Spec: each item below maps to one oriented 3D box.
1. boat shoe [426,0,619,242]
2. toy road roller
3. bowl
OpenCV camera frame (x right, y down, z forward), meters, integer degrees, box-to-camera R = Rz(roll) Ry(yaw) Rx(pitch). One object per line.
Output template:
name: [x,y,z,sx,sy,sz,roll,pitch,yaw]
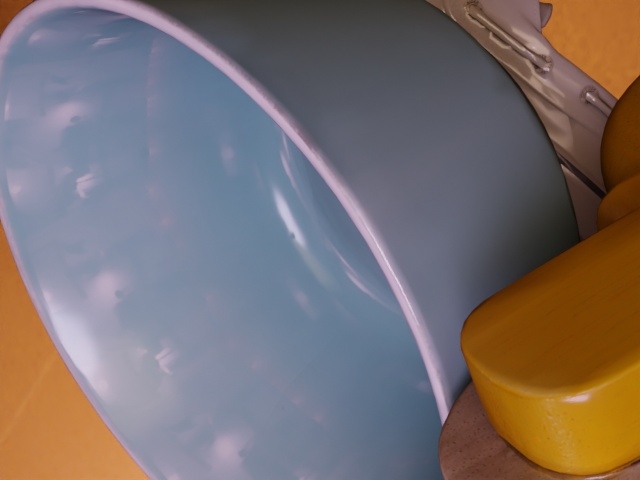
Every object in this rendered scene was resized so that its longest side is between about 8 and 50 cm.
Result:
boat shoe: [0.084,-0.098,0.840,0.267,0.096,0.088,43,85,5]
toy road roller: [0.179,0.037,0.672,0.329,0.240,0.202,-31,119,-14]
bowl: [0.000,0.000,0.759,0.163,0.311,0.311,-33,83,-33]
